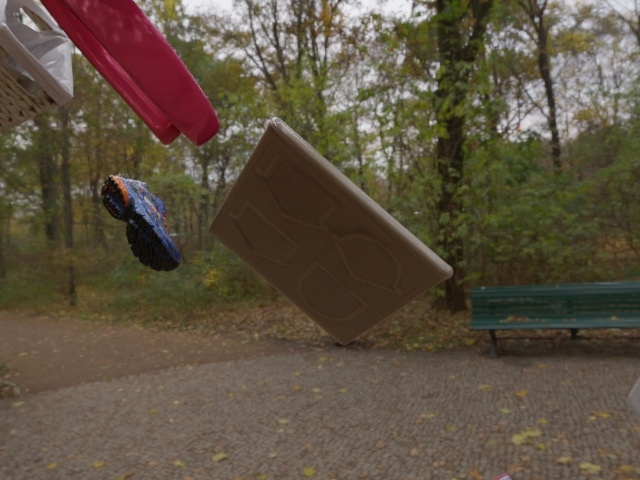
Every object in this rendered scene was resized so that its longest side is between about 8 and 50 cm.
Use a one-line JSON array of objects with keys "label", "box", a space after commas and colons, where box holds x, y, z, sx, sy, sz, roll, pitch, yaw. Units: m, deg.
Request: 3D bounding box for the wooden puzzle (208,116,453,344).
[{"label": "wooden puzzle", "box": [0.000, 0.000, 0.818, 0.080, 0.322, 0.348, -51, 3, -36]}]

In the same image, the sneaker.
[{"label": "sneaker", "box": [-0.309, -0.039, 0.934, 0.087, 0.221, 0.083, -14, -30, -49]}]

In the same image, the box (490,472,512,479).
[{"label": "box", "box": [0.227, 0.474, 0.796, 0.256, 0.128, 0.123, 4, -44, -45]}]

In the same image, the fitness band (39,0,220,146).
[{"label": "fitness band", "box": [-0.209, -0.205, 0.511, 0.054, 0.291, 0.209, -42, -12, -11]}]

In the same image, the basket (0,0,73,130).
[{"label": "basket", "box": [-0.391, -0.233, 0.644, 0.103, 0.167, 0.113, -29, -40, 4]}]

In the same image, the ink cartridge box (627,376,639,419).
[{"label": "ink cartridge box", "box": [0.335, 0.067, 0.345, 0.158, 0.218, 0.092, -10, 43, -8]}]
